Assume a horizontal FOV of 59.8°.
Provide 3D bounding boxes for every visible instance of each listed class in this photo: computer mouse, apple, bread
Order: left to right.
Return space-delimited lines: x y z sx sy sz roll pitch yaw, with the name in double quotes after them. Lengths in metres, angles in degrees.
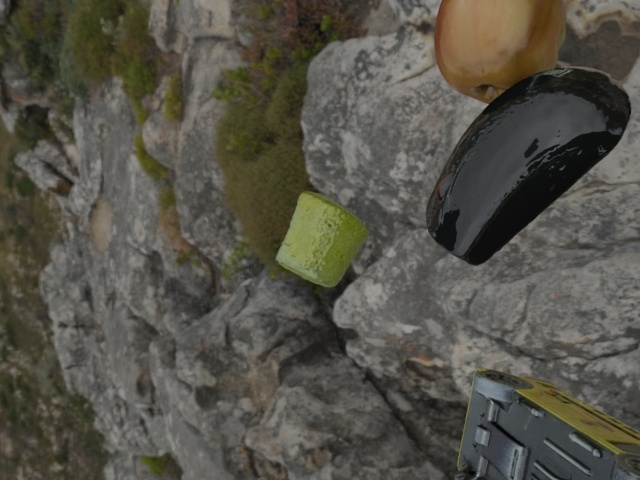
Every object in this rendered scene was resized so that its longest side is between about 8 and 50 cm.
0.000 0.000 0.774 0.114 0.111 0.129 -61 -6 -6 "bread"
0.242 -0.273 0.753 0.199 0.199 0.199 -3 86 52 "apple"
0.224 -0.103 0.667 0.269 0.100 0.170 -50 18 26 "computer mouse"

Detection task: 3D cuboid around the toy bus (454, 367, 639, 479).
0.251 0.234 0.520 0.330 0.151 0.144 -158 78 -78 "toy bus"
